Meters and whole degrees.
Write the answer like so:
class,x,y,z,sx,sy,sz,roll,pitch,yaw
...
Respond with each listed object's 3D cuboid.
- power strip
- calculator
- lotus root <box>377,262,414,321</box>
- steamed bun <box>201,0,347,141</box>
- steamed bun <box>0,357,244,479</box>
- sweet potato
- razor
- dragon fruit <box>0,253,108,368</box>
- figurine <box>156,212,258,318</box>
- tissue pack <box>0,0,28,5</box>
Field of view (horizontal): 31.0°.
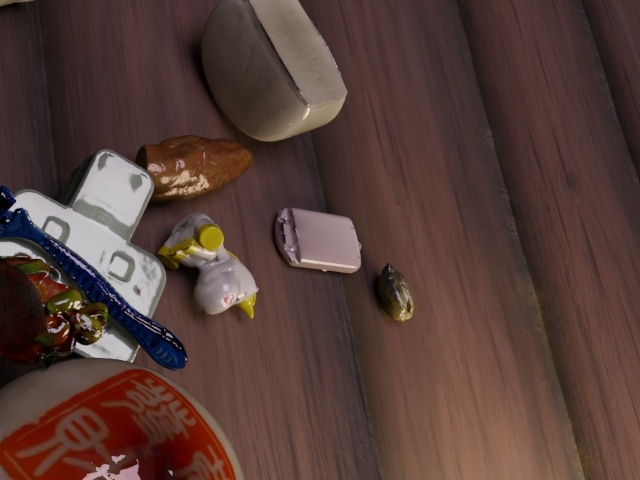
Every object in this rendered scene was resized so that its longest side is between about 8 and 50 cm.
class,x,y,z,sx,sy,sz,roll,pitch,yaw
power strip,-0.323,0.021,1.493,0.229,0.141,0.261,32,62,-24
calculator,0.000,0.000,1.852,0.175,0.032,0.100,9,61,-40
lotus root,0.122,0.086,1.902,0.054,0.049,0.099,-7,71,-36
steamed bun,-0.085,-0.273,1.840,0.146,0.164,0.241,-25,83,-49
steamed bun,-0.238,0.303,1.299,0.374,0.241,0.374,19,56,-31
sweet potato,-0.188,-0.111,1.703,0.252,0.097,0.097,-21,81,-51
razor,-0.284,0.051,1.405,0.324,0.093,0.056,40,26,-23
dragon fruit,-0.333,0.086,1.329,0.175,0.138,0.142,15,57,-46
figurine,-0.147,0.041,1.655,0.178,0.109,0.129,54,20,-8
tissue pack,-0.539,-0.438,1.481,0.380,0.207,0.297,-27,84,-48
